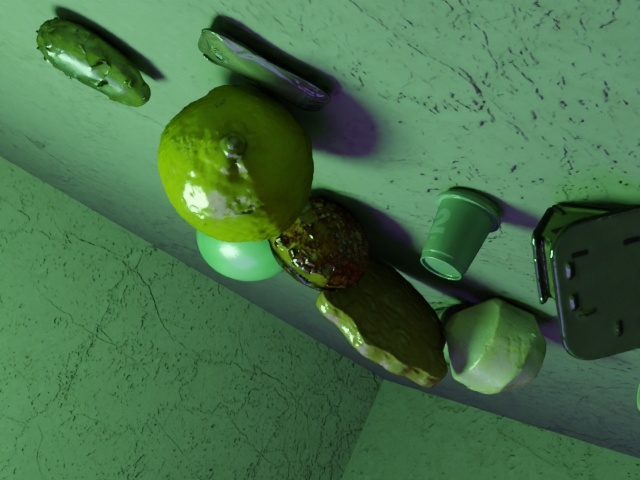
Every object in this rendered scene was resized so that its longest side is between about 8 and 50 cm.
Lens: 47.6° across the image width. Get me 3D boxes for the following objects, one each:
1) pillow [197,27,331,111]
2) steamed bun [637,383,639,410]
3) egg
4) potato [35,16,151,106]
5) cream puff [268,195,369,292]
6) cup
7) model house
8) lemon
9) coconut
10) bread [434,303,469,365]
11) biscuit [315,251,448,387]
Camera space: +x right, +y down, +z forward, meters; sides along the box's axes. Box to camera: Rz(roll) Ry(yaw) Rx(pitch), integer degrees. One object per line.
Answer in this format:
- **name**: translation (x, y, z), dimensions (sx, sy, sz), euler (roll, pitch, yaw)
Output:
- **pillow**: translation (-0.088, -0.260, 1.117), dimensions (0.218, 0.033, 0.130), euler (28, 171, -13)
- **steamed bun**: translation (0.737, 0.277, 1.397), dimensions (0.200, 0.154, 0.250), euler (20, 159, 9)
- **egg**: translation (-0.173, -0.011, 1.772), dimensions (0.270, 0.220, 0.220), euler (7, 159, 25)
- **potato**: translation (-0.411, -0.322, 1.328), dimensions (0.225, 0.090, 0.117), euler (32, 164, -22)
- **cream puff**: translation (-0.001, -0.001, 1.577), dimensions (0.240, 0.240, 0.164), euler (29, 128, -15)
- **cup**: translation (0.236, -0.008, 1.256), dimensions (0.120, 0.141, 0.120), euler (26, 166, 7)
- **model house**: translation (0.412, 0.015, 1.118), dimensions (0.205, 0.218, 0.278), euler (-13, -159, 0)
- **lemon**: translation (-0.142, -0.126, 1.221), dimensions (0.268, 0.268, 0.322), euler (22, 172, 13)
- **coconut**: translation (0.406, 0.248, 1.724), dimensions (0.237, 0.236, 0.197), euler (26, 164, -3)
- **bread**: translation (0.367, 0.273, 2.002), dimensions (0.187, 0.155, 0.338), euler (22, 166, -5)
- **biscuit**: translation (0.148, 0.155, 1.716), dimensions (0.385, 0.062, 0.365), euler (34, -151, -15)
